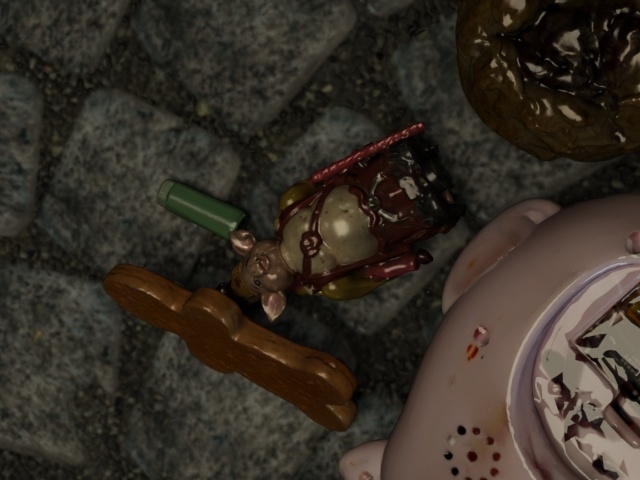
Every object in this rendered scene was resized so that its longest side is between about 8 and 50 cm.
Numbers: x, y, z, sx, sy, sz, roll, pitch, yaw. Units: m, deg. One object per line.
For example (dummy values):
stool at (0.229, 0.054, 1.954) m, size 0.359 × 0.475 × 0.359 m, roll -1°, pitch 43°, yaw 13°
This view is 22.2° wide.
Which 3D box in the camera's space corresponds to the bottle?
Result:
bottle at (-0.108, -0.028, 1.483) m, size 0.083 × 0.030 × 0.030 m, roll 25°, pitch 103°, yaw 12°

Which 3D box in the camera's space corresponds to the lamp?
lamp at (0.000, 0.000, 1.416) m, size 0.253 × 0.118 × 0.118 m, roll -26°, pitch 89°, yaw 16°

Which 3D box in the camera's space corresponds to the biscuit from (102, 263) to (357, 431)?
biscuit at (-0.077, 0.083, 1.433) m, size 0.250 × 0.165 × 0.036 m, roll 27°, pitch 69°, yaw 10°

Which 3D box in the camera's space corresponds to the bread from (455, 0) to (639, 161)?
bread at (0.218, -0.173, 1.328) m, size 0.230 × 0.123 × 0.230 m, roll 1°, pitch 96°, yaw 13°

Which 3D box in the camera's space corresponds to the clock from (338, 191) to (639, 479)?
clock at (0.219, 0.158, 1.300) m, size 0.377 × 0.250 × 0.368 m, roll -45°, pitch 84°, yaw 16°
